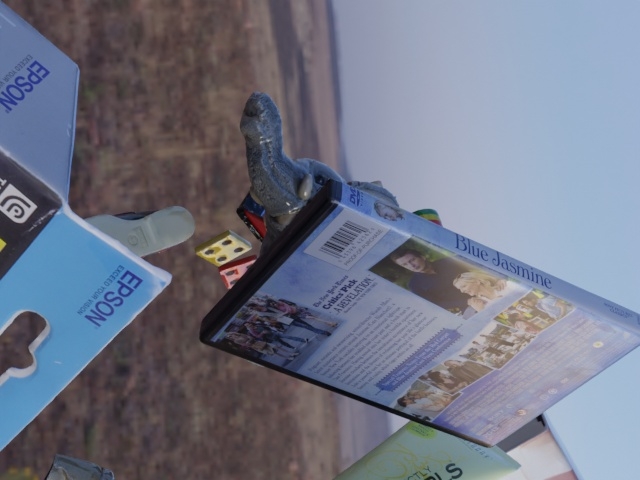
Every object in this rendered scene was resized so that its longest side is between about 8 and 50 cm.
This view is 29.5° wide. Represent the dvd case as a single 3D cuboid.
[{"bbox_3d":[0.068,0.060,0.828,0.180,0.253,0.022,-46,-150,43],"label":"dvd case"}]

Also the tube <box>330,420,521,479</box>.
[{"bbox_3d":[0.047,0.191,0.913,0.062,0.240,0.070,-21,-89,48],"label":"tube"}]

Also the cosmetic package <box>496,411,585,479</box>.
[{"bbox_3d":[0.284,0.329,1.623,0.296,0.129,0.153,58,7,-32],"label":"cosmetic package"}]

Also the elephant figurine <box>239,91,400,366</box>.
[{"bbox_3d":[0.000,0.000,1.158,0.186,0.169,0.239,126,-35,-77],"label":"elephant figurine"}]

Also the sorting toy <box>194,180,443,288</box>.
[{"bbox_3d":[0.005,0.005,1.335,0.132,0.274,0.046,79,-5,-61],"label":"sorting toy"}]

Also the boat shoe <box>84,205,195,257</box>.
[{"bbox_3d":[-0.184,-0.002,1.137,0.042,0.133,0.049,-19,-95,57],"label":"boat shoe"}]

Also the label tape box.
[{"bbox_3d":[-0.273,-0.046,0.738,0.249,0.347,0.115,-43,-166,36],"label":"label tape box"}]

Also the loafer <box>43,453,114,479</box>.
[{"bbox_3d":[-0.209,0.206,0.858,0.050,0.148,0.056,43,0,-10],"label":"loafer"}]

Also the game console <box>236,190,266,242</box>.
[{"bbox_3d":[-0.039,-0.010,1.667,0.144,0.085,0.124,54,46,-27],"label":"game console"}]
